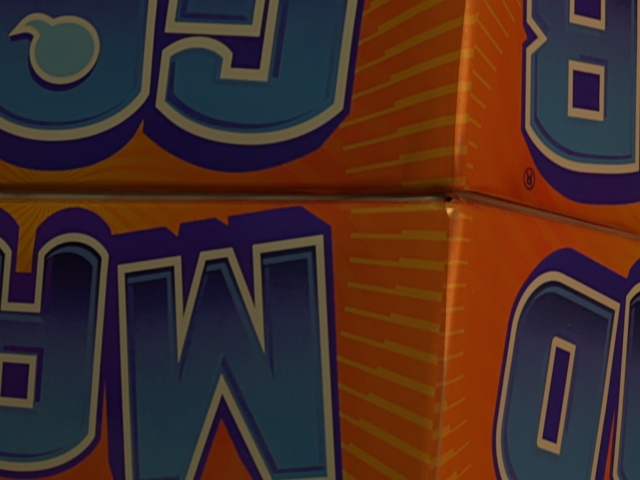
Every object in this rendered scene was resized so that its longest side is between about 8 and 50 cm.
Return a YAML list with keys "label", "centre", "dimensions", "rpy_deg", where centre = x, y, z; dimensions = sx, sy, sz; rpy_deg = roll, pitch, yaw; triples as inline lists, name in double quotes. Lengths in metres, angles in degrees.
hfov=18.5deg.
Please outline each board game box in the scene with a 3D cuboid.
- label: "board game box"
  centre: [0.000, 0.000, 0.883]
  dimensions: [0.356, 0.356, 0.356]
  rpy_deg: [11, 82, -55]
